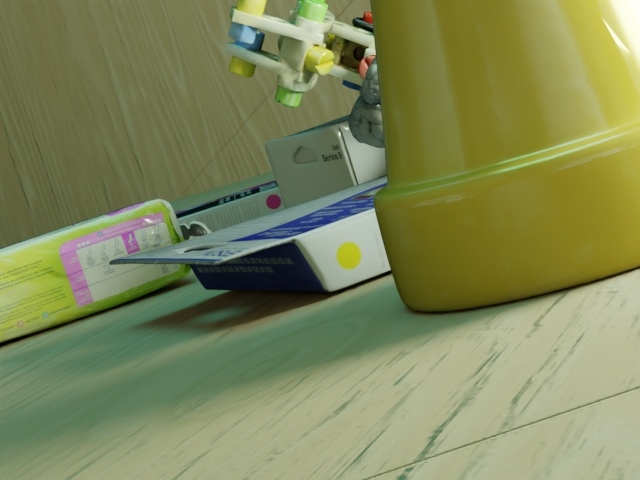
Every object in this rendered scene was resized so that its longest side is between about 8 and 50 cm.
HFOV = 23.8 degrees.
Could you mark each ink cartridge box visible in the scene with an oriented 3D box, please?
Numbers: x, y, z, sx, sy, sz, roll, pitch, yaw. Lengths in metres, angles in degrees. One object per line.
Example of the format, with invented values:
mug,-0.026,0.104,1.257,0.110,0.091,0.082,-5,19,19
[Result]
ink cartridge box,-0.135,-0.026,2.105,0.371,0.069,0.176,-15,5,-2
ink cartridge box,0.000,0.000,1.367,0.307,0.072,0.304,-21,8,-22
ink cartridge box,0.106,-0.118,1.909,0.289,0.121,0.211,-21,6,-26

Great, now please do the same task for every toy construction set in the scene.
toy construction set,0.062,-0.181,1.692,0.151,0.328,0.215,-58,-8,18

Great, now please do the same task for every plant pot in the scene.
plant pot,0.142,-0.103,1.022,0.254,0.239,0.254,-18,4,1

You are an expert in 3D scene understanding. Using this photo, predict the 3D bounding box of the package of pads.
package of pads,-0.307,0.041,1.742,0.297,0.101,0.229,-19,4,-12

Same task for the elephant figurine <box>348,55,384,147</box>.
elephant figurine,0.159,-0.117,1.473,0.239,0.169,0.186,25,34,4

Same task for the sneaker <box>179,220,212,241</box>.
sneaker,-0.215,0.024,1.923,0.170,0.068,0.071,-9,-11,-5
